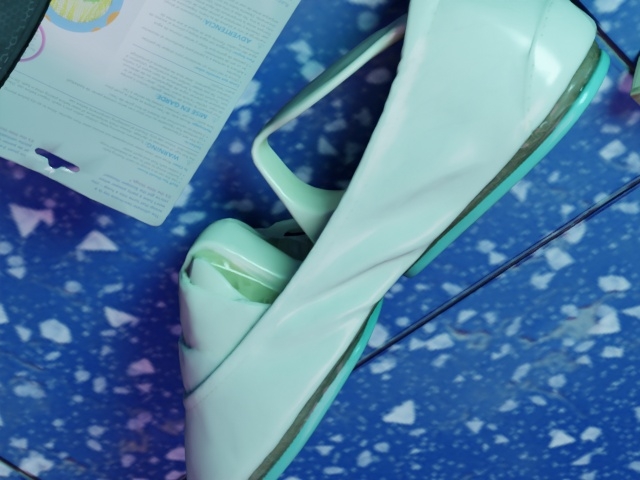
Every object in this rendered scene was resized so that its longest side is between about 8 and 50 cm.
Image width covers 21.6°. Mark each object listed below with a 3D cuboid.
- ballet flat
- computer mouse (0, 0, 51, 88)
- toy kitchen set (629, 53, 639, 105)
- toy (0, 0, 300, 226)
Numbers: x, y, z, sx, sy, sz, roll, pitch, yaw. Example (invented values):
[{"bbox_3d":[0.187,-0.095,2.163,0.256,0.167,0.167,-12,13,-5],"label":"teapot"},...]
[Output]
[{"bbox_3d":[0.000,0.000,0.959,0.139,0.139,0.400,24,121,-23],"label":"ballet flat"},{"bbox_3d":[-0.182,-0.150,0.812,0.188,0.072,0.272,38,121,21],"label":"computer mouse"},{"bbox_3d":[0.234,-0.094,0.940,0.083,0.068,0.075,38,147,-31],"label":"toy kitchen set"},{"bbox_3d":[-0.088,-0.133,0.868,0.137,0.056,0.237,25,120,-19],"label":"toy"}]
